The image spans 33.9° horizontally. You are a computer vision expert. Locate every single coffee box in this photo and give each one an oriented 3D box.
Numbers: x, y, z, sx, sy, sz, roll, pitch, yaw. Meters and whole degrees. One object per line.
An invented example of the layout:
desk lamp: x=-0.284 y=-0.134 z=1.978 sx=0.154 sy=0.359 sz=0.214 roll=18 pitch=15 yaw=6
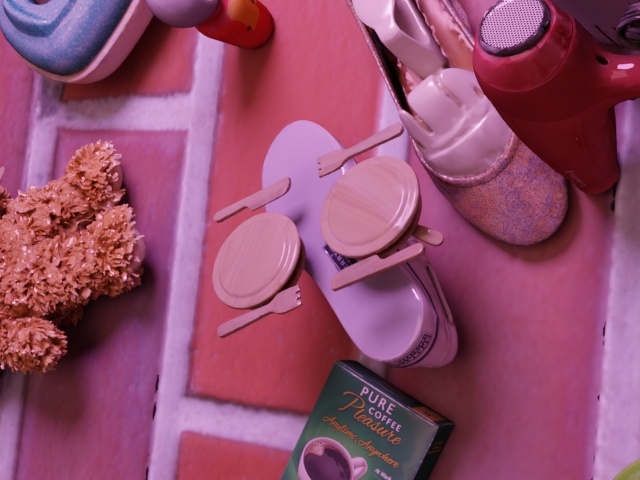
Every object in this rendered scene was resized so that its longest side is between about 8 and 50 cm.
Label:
coffee box: x=0.025 y=0.206 z=0.888 sx=0.113 sy=0.040 sz=0.184 roll=28 pitch=99 yaw=31

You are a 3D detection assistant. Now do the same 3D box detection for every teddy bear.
teddy bear: x=-0.314 y=0.035 z=1.084 sx=0.338 sy=0.113 sz=0.245 roll=-18 pitch=72 yaw=29

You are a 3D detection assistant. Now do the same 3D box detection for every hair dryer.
hair dryer: x=0.209 y=-0.101 z=0.691 sx=0.223 sy=0.293 sz=0.080 roll=26 pitch=70 yaw=2

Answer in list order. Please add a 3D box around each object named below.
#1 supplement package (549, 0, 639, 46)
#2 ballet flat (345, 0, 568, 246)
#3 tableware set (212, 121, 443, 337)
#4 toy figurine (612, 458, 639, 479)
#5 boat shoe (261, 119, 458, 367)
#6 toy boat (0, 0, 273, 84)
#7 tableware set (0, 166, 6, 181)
supplement package: x=0.266 y=-0.240 z=0.732 sx=0.203 sy=0.149 sz=0.194 roll=14 pitch=91 yaw=31
ballet flat: x=0.090 y=-0.133 z=0.854 sx=0.107 sy=0.106 sz=0.316 roll=-38 pitch=66 yaw=22
tableware set: x=0.000 y=0.000 z=0.831 sx=0.194 sy=0.039 sz=0.128 roll=-24 pitch=50 yaw=25
toy figurine: x=0.204 y=0.218 z=0.705 sx=0.173 sy=0.159 sz=0.130 roll=-28 pitch=70 yaw=27
boat shoe: x=0.030 y=0.006 z=0.888 sx=0.095 sy=0.084 sz=0.258 roll=-39 pitch=54 yaw=20
toy boat: x=-0.193 y=-0.268 z=1.025 sx=0.318 sy=0.148 sz=0.267 roll=28 pitch=98 yaw=32
tableware set: x=-0.394 y=-0.006 z=1.092 sx=0.169 sy=0.020 sz=0.141 roll=-14 pitch=56 yaw=32
